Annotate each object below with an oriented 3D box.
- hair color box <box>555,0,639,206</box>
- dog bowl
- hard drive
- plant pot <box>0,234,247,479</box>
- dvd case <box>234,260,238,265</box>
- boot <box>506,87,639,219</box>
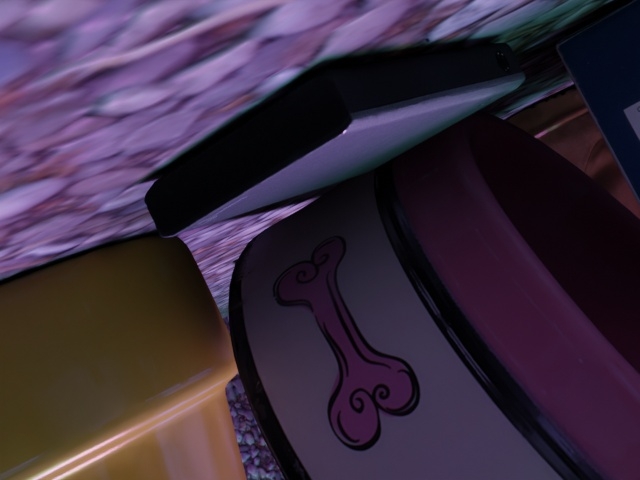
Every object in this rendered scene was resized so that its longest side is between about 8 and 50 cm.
[{"bbox_3d":[0.250,-0.061,0.612,0.105,0.173,0.347,-28,177,22],"label":"hair color box"},{"bbox_3d":[0.152,0.090,0.594,0.150,0.408,0.408,-47,169,21],"label":"dog bowl"},{"bbox_3d":[0.009,-0.041,0.387,0.094,0.022,0.135,-28,176,36],"label":"hard drive"},{"bbox_3d":[-0.137,0.155,0.526,0.254,0.239,0.254,-25,178,-1],"label":"plant pot"},{"bbox_3d":[0.000,0.000,1.059,0.180,0.022,0.253,-25,177,-4],"label":"dvd case"},{"bbox_3d":[0.299,-0.019,0.833,0.236,0.269,0.089,-26,177,1],"label":"boot"}]
